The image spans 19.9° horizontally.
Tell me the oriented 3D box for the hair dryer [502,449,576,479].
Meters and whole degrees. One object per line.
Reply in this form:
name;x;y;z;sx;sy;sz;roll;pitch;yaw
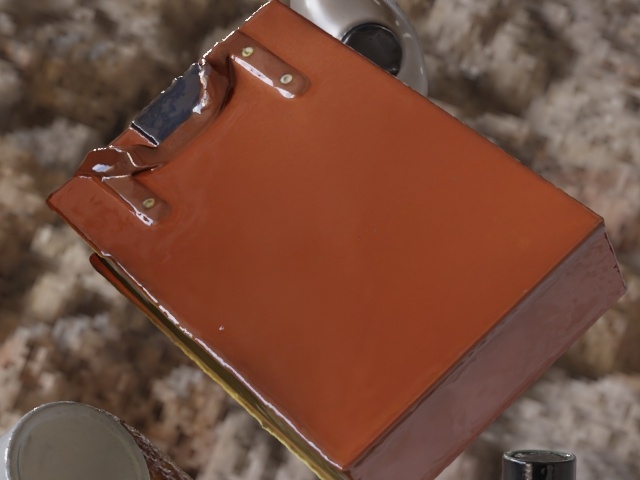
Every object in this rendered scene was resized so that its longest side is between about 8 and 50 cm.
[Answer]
hair dryer;0.217;0.326;1.840;0.248;0.078;0.195;-20;-69;-81

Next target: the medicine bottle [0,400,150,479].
medicine bottle;-0.248;0.235;1.462;0.252;0.144;0.144;-38;20;46

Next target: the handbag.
handbag;0.000;0.000;0.674;0.127;0.190;0.063;-44;-38;-11

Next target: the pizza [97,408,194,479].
pizza;-0.166;0.285;1.830;0.085;0.305;0.161;-54;-31;17

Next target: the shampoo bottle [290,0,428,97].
shampoo bottle;0.027;-0.145;1.315;0.078;0.127;0.257;-36;10;3
